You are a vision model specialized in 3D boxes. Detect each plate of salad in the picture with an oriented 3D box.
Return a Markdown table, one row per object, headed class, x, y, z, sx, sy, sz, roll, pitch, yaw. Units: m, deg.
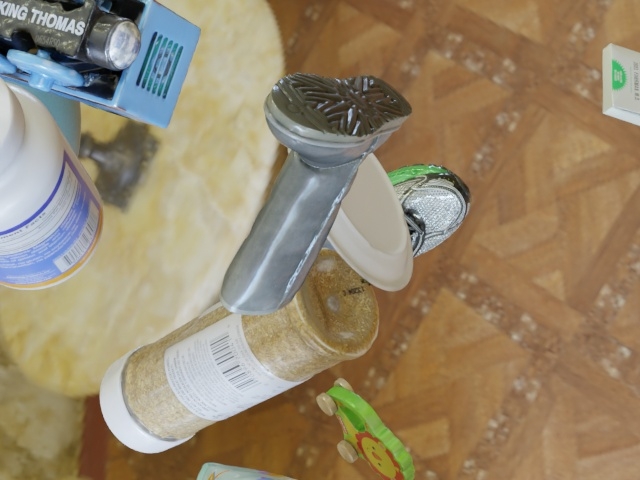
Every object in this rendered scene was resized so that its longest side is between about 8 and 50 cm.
| class | x | y | z | sx | sy | sz | roll | pitch | yaw |
| --- | --- | --- | --- | --- | --- | --- | --- | --- | --- |
| plate of salad | 0.023 | -0.038 | 1.227 | 0.048 | 0.200 | 0.200 | -29 | 49 | 24 |

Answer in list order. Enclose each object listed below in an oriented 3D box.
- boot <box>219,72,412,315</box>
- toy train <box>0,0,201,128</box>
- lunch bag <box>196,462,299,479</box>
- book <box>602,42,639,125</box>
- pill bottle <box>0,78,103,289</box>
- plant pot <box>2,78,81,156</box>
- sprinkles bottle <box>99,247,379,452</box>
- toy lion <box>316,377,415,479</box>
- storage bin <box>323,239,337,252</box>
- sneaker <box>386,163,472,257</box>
| class | x | y | z | sx | sy | sz | roll | pitch | yaw |
| --- | --- | --- | --- | --- | --- | --- | --- | --- | --- |
| boot | -0.027 | -0.030 | 1.016 | 0.076 | 0.189 | 0.208 | 49 | 117 | 20 |
| toy train | -0.163 | -0.121 | 0.736 | 0.184 | 0.105 | 0.080 | 18 | 87 | 30 |
| lunch bag | 0.020 | 0.306 | 1.108 | 0.223 | 0.262 | 0.160 | 1 | 67 | 67 |
| book | 0.437 | -0.195 | 1.707 | 0.035 | 0.144 | 0.096 | 140 | 138 | -59 |
| pill bottle | -0.312 | -0.061 | 1.252 | 0.152 | 0.272 | 0.152 | -2 | 70 | 5 |
| plant pot | -0.457 | -0.221 | 1.795 | 0.195 | 0.290 | 0.290 | -66 | 32 | 30 |
| sprinkles bottle | -0.095 | 0.126 | 1.395 | 0.355 | 0.121 | 0.121 | -30 | 49 | 41 |
| toy lion | 0.048 | 0.188 | 1.227 | 0.034 | 0.100 | 0.096 | -37 | 32 | -24 |
| storage bin | 0.000 | 0.000 | 1.511 | 0.135 | 0.098 | 0.091 | -3 | 26 | 21 |
| sneaker | 0.071 | 0.017 | 1.864 | 0.343 | 0.134 | 0.146 | -33 | 19 | 19 |
